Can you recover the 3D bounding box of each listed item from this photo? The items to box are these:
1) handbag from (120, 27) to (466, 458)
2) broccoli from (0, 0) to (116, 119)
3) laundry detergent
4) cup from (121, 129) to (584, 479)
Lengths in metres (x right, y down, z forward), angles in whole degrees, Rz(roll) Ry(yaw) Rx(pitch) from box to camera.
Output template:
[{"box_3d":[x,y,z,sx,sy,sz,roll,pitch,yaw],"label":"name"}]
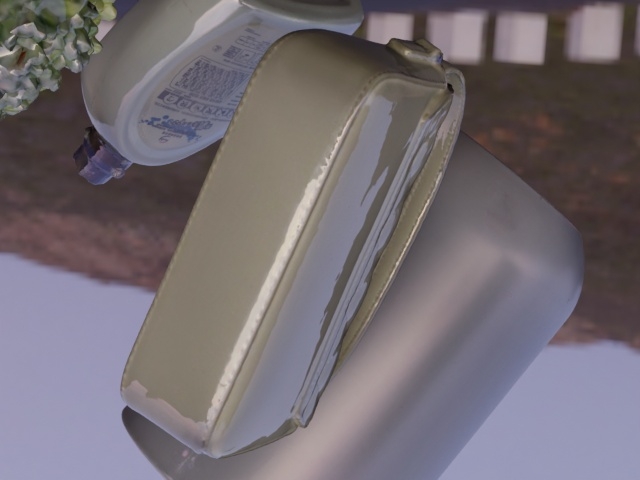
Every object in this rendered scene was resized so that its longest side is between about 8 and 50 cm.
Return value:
[{"box_3d":[0.000,0.000,0.973,0.079,0.256,0.219,30,-167,22],"label":"handbag"},{"box_3d":[-0.227,-0.169,0.783,0.235,0.288,0.260,-34,-160,35],"label":"broccoli"},{"box_3d":[-0.112,-0.144,1.532,0.215,0.105,0.280,-2,145,-51],"label":"laundry detergent"},{"box_3d":[0.034,0.074,1.207,0.205,0.312,0.205,41,-178,-2],"label":"cup"}]
